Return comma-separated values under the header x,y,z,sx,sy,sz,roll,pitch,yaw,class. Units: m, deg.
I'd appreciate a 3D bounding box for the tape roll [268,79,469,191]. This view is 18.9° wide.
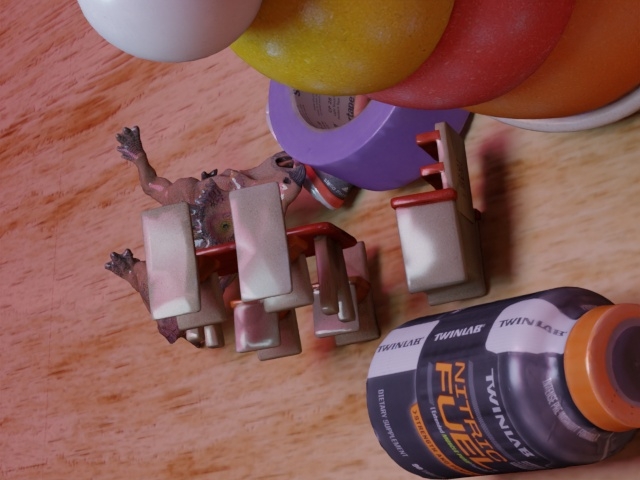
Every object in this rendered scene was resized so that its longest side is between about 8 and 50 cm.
x,y,z,sx,sy,sz,roll,pitch,yaw,class
0.045,-0.143,1.689,0.189,0.080,0.189,-24,56,41,tape roll

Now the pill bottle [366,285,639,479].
x,y,z,sx,sy,sz,roll,pitch,yaw,class
0.152,0.105,1.418,0.246,0.130,0.130,-18,65,55,pill bottle

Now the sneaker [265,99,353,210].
x,y,z,sx,sy,sz,roll,pitch,yaw,class
0.002,-0.094,1.813,0.065,0.061,0.158,-43,46,14,sneaker

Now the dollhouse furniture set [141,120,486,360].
x,y,z,sx,sy,sz,roll,pitch,yaw,class
0.000,0.000,1.602,0.259,0.262,0.135,-12,76,15,dollhouse furniture set

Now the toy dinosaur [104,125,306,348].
x,y,z,sx,sy,sz,roll,pitch,yaw,class
-0.121,0.020,1.849,0.200,0.127,0.295,-121,36,-47,toy dinosaur

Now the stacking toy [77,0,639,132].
x,y,z,sx,sy,sz,roll,pitch,yaw,class
0.034,-0.205,1.318,0.351,0.480,0.350,16,115,38,stacking toy
